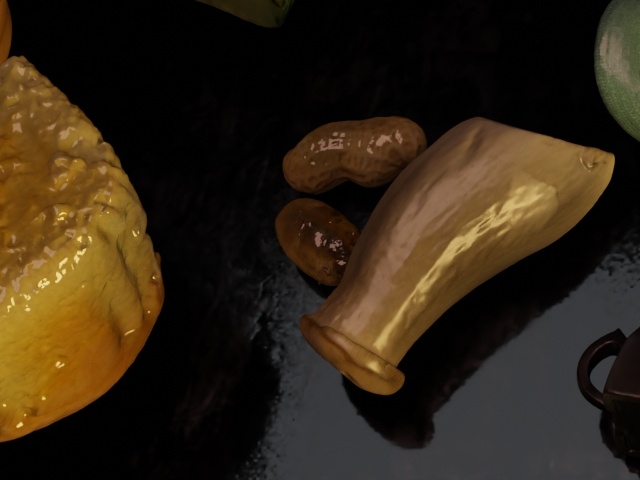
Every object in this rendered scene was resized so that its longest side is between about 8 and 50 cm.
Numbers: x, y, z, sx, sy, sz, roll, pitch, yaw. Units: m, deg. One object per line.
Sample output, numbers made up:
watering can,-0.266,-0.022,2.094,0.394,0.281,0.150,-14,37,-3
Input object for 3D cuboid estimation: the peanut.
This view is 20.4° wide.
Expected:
peanut,0.025,-0.063,1.320,0.113,0.054,0.054,-10,58,18

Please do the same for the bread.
bread,-0.197,0.019,1.274,0.162,0.204,0.262,4,59,10

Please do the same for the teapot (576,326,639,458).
teapot,0.251,0.085,1.127,0.177,0.087,0.096,6,59,24

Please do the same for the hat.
hat,0.282,-0.111,1.239,0.190,0.078,0.138,15,75,7

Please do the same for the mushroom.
mushroom,0.087,-0.003,1.235,0.247,0.108,0.096,-43,15,-10

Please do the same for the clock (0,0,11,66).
clock,-0.407,-0.203,1.488,0.317,0.200,0.244,20,73,20

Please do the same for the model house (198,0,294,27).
model house,-0.077,-0.313,1.407,0.195,0.214,0.189,20,69,32

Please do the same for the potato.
potato,0.000,0.000,1.297,0.051,0.040,0.083,-42,57,-13
